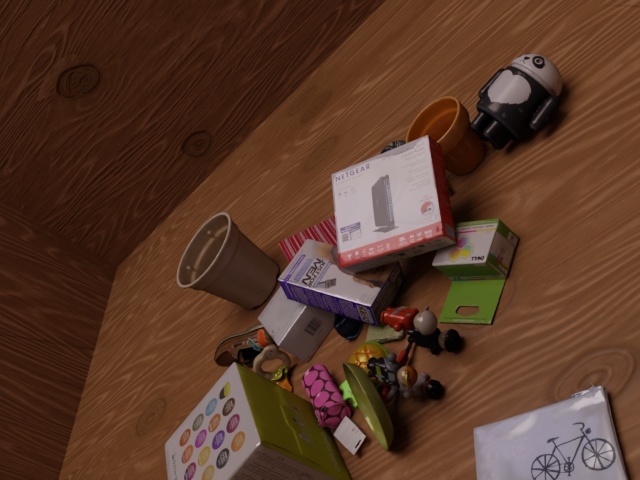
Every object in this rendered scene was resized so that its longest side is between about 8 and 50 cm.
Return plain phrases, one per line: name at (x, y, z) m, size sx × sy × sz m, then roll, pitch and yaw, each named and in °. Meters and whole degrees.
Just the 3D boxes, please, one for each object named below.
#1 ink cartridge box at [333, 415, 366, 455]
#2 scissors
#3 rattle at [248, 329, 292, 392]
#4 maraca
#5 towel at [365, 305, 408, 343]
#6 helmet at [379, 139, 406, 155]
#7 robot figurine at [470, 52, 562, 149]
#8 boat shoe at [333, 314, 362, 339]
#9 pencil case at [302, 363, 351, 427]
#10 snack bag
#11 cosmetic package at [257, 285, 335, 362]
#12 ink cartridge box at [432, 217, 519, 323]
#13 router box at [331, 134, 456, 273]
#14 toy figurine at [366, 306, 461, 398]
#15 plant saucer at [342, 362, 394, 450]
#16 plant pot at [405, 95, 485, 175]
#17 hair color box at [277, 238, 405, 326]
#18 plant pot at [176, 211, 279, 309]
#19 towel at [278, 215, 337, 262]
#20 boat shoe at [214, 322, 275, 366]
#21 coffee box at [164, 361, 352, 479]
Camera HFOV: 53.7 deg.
ink cartridge box at (0.086, 0.529, 1.705) m, size 0.063 × 0.029 × 0.115 m, roll -57°, pitch 30°, yaw -4°
scissors at (0.232, 0.307, 1.710) m, size 0.021 × 0.109 × 0.297 m, roll 9°, pitch 42°, yaw 33°
rattle at (-0.164, 0.405, 2.028) m, size 0.130 × 0.200 × 0.143 m, roll -5°, pitch 37°, yaw 10°
maraca at (0.122, 0.368, 1.745) m, size 0.127 × 0.099 × 0.186 m, roll 24°, pitch 85°, yaw 41°
towel at (0.192, 0.248, 1.841) m, size 0.148 × 0.027 × 0.110 m, roll -23°, pitch 41°, yaw 46°
helmet at (0.267, -0.255, 2.111) m, size 0.162 × 0.169 × 0.169 m, roll -58°, pitch 24°, yaw 32°
robot figurine at (0.561, -0.402, 1.815) m, size 0.278 × 0.209 × 0.173 m, roll -50°, pitch -6°, yaw 9°
boat shoe at (0.095, 0.182, 1.990) m, size 0.109 × 0.089 × 0.258 m, roll -33°, pitch 36°, yaw 34°
pencil case at (0.009, 0.450, 1.834) m, size 0.098 × 0.095 × 0.209 m, roll -41°, pitch 27°, yaw 1°
snack bag at (0.439, 0.479, 1.226) m, size 0.323 × 0.037 × 0.343 m, roll -32°, pitch 37°, yaw 34°
cosmetic package at (-0.068, 0.244, 2.120) m, size 0.224 × 0.138 × 0.224 m, roll -55°, pitch 28°, yaw 0°
ink cartridge box at (0.387, 0.082, 1.655) m, size 0.188 × 0.097 × 0.255 m, roll -7°, pitch 53°, yaw 53°
router box at (0.196, -0.094, 1.783) m, size 0.335 × 0.082 × 0.302 m, roll -20°, pitch 65°, yaw 33°
toy figurine at (0.236, 0.281, 1.563) m, size 0.148 × 0.213 × 0.210 m, roll 5°, pitch 66°, yaw 39°
plant saucer at (0.126, 0.411, 1.599) m, size 0.037 × 0.241 × 0.241 m, roll -26°, pitch 28°, yaw -10°
plant pot at (0.400, -0.303, 1.940) m, size 0.205 × 0.188 × 0.205 m, roll -37°, pitch 33°, yaw 30°
hair color box at (0.062, 0.121, 1.919) m, size 0.338 × 0.110 × 0.185 m, roll 14°, pitch 53°, yaw 32°
plant pot at (-0.344, 0.107, 2.496) m, size 0.333 × 0.305 × 0.334 m, roll -36°, pitch 35°, yaw 30°
towel at (0.000, 0.000, 2.255) m, size 0.274 × 0.031 × 0.199 m, roll -25°, pitch 30°, yaw -6°
boat shoe at (-0.286, 0.401, 2.306) m, size 0.307 × 0.110 × 0.105 m, roll -35°, pitch 33°, yaw 32°
coffee box at (-0.173, 0.601, 1.695) m, size 0.334 × 0.338 × 0.338 m, roll -49°, pitch 30°, yaw 8°
